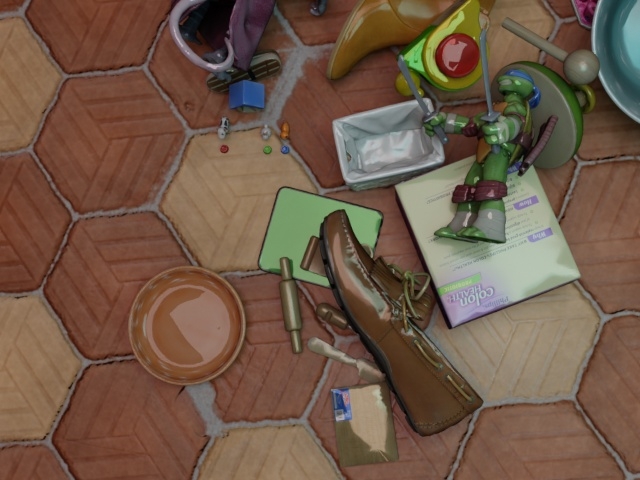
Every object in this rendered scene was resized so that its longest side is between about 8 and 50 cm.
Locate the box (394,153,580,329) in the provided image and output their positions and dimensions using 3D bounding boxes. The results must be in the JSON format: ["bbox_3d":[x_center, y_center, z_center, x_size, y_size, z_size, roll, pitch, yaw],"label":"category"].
[{"bbox_3d":[0.261,-0.008,1.410,0.214,0.117,0.242,-22,80,2],"label":"box"}]

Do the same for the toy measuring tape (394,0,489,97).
[{"bbox_3d":[0.256,-0.337,1.395,0.330,0.121,0.121,-42,81,5],"label":"toy measuring tape"}]

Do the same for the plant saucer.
[{"bbox_3d":[-0.222,0.143,1.477,0.200,0.037,0.199,-1,82,4],"label":"plant saucer"}]

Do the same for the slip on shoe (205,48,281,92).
[{"bbox_3d":[-0.135,-0.297,1.524,0.135,0.051,0.041,-21,49,8],"label":"slip on shoe"}]

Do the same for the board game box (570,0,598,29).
[{"bbox_3d":[0.574,-0.596,1.490,0.390,0.050,0.389,-17,82,3],"label":"board game box"}]

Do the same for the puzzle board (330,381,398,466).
[{"bbox_3d":[0.072,0.301,1.440,0.097,0.011,0.128,-8,84,6],"label":"puzzle board"}]

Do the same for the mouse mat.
[{"bbox_3d":[0.000,0.000,1.490,0.190,0.007,0.152,15,84,6],"label":"mouse mat"}]

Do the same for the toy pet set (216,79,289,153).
[{"bbox_3d":[-0.116,-0.209,1.498,0.122,0.065,0.114,0,83,5],"label":"toy pet set"}]

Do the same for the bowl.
[{"bbox_3d":[0.568,-0.324,1.369,0.312,0.163,0.311,1,102,7],"label":"bowl"}]

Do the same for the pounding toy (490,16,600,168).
[{"bbox_3d":[0.373,-0.237,1.396,0.110,0.236,0.183,-31,53,-23],"label":"pounding toy"}]

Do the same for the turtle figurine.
[{"bbox_3d":[0.205,-0.138,1.280,0.198,0.275,0.266,8,86,41],"label":"turtle figurine"}]

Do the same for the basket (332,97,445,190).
[{"bbox_3d":[0.112,-0.153,1.450,0.167,0.103,0.113,-12,81,3],"label":"basket"}]

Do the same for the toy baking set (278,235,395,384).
[{"bbox_3d":[0.031,0.115,1.455,0.197,0.030,0.256,-5,85,5],"label":"toy baking set"}]

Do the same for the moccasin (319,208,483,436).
[{"bbox_3d":[0.122,0.115,1.362,0.147,0.139,0.380,-31,85,7],"label":"moccasin"}]

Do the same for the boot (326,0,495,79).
[{"bbox_3d":[0.162,-0.353,1.475,0.211,0.104,0.295,32,92,2],"label":"boot"}]

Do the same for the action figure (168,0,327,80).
[{"bbox_3d":[-0.105,-0.460,1.417,0.248,0.276,0.370,43,102,1],"label":"action figure"}]
